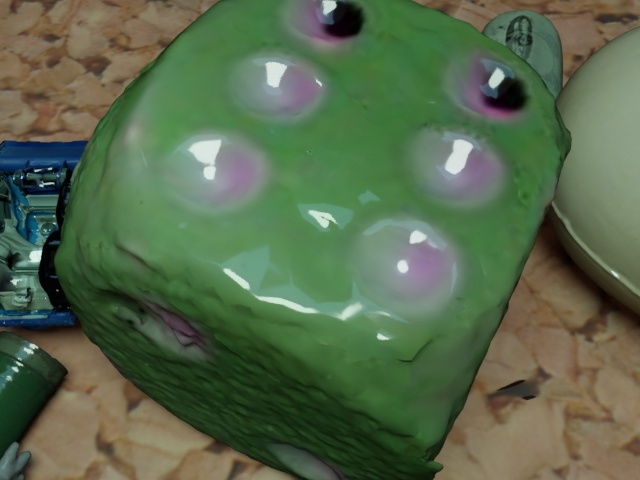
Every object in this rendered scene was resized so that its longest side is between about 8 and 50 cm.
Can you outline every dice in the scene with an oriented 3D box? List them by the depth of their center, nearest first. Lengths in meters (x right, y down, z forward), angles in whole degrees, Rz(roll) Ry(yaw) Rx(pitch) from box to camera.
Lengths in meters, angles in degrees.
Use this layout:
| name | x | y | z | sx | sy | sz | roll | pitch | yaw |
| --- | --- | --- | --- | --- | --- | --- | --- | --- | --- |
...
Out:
| name | x | y | z | sx | sy | sz | roll | pitch | yaw |
| --- | --- | --- | --- | --- | --- | --- | --- | --- | --- |
| dice | 0.000 | 0.000 | 0.592 | 0.318 | 0.330 | 0.322 | 24 | 60 | 11 |

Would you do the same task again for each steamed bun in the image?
| name | x | y | z | sx | sy | sz | roll | pitch | yaw |
| --- | --- | --- | --- | --- | --- | --- | --- | --- | --- |
| steamed bun | 0.406 | -0.059 | 0.682 | 0.374 | 0.334 | 0.334 | 33 | 60 | 9 |

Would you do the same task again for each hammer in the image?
| name | x | y | z | sx | sy | sz | roll | pitch | yaw |
| --- | --- | --- | --- | --- | --- | --- | --- | --- | --- |
| hammer | 0.150 | -0.213 | 0.881 | 0.306 | 0.113 | 0.201 | 9 | 54 | 7 |

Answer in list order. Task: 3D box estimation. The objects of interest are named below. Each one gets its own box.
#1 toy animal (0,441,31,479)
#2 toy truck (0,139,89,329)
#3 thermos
| name | x | y | z | sx | sy | sz | roll | pitch | yaw |
| --- | --- | --- | --- | --- | --- | --- | --- | --- | --- |
| toy animal | -0.211 | 0.245 | 0.530 | 0.206 | 0.081 | 0.367 | 27 | 30 | 36 |
| toy truck | -0.271 | -0.007 | 0.689 | 0.113 | 0.126 | 0.208 | -1 | 50 | -5 |
| thermos | -0.309 | 0.174 | 0.601 | 0.083 | 0.073 | 0.187 | 29 | 59 | -3 |
